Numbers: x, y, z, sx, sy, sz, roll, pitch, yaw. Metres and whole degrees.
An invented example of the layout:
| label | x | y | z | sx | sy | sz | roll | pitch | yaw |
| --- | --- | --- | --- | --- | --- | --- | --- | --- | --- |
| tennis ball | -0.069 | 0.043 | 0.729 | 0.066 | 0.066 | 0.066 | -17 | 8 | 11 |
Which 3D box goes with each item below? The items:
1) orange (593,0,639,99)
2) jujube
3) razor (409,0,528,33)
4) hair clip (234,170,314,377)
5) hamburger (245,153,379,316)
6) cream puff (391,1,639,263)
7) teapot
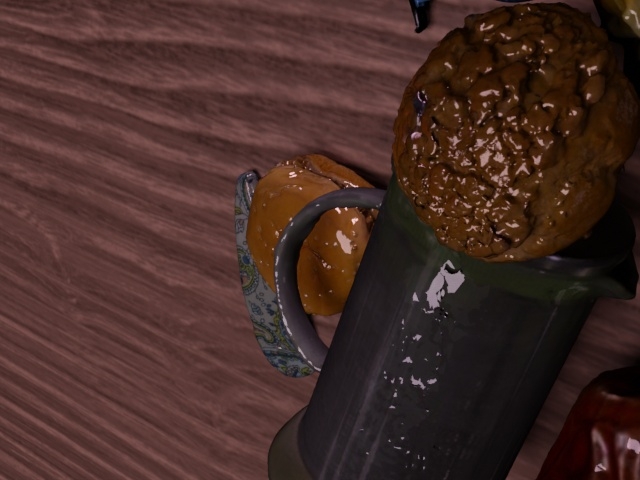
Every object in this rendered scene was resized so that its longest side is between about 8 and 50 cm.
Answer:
| label | x | y | z | sx | sy | sz | roll | pitch | yaw |
| --- | --- | --- | --- | --- | --- | --- | --- | --- | --- |
| orange | 0.266 | -0.133 | 0.578 | 0.210 | 0.271 | 0.368 | -27 | 97 | 5 |
| jujube | 0.251 | 0.243 | 0.846 | 0.197 | 0.197 | 0.290 | 8 | 104 | 39 |
| razor | 0.105 | -0.184 | 0.761 | 0.253 | 0.042 | 0.082 | -135 | 27 | -74 |
| hair clip | -0.051 | 0.042 | 1.108 | 0.066 | 0.036 | 0.229 | 0 | 113 | 35 |
| hamburger | 0.000 | 0.000 | 1.005 | 0.147 | 0.083 | 0.138 | 36 | 136 | 25 |
| cream puff | 0.111 | -0.068 | 0.659 | 0.150 | 0.115 | 0.165 | -7 | 66 | 38 |
| teapot | 0.079 | 0.061 | 0.865 | 0.270 | 0.200 | 0.337 | 35 | 122 | 25 |
